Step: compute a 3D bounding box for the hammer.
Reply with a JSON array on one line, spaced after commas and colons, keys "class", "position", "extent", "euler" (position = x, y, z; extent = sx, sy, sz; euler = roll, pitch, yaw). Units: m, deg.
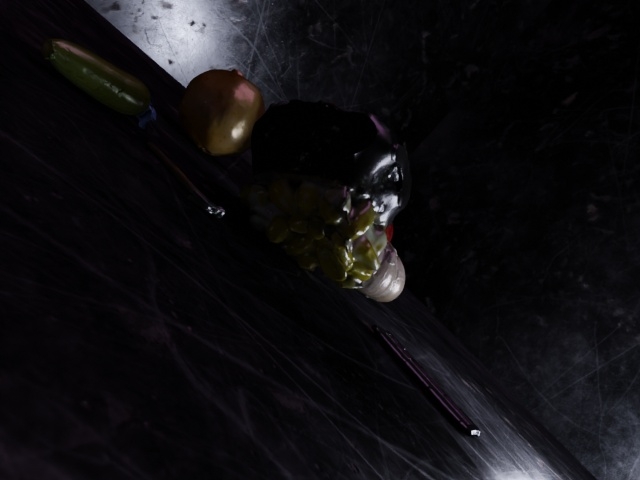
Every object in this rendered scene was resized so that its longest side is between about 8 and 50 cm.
[{"class": "hammer", "position": [-0.220, -0.101, 0.809], "extent": [0.182, 0.017, 0.062], "euler": [43, 5, 24]}]

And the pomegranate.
[{"class": "pomegranate", "position": [-0.247, -0.316, 1.304], "extent": [0.233, 0.233, 0.233], "euler": [42, 5, -5]}]

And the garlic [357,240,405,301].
[{"class": "garlic", "position": [0.133, 0.060, 1.386], "extent": [0.227, 0.152, 0.228], "euler": [40, 2, -1]}]

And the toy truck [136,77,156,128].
[{"class": "toy truck", "position": [-0.330, -0.243, 0.956], "extent": [0.090, 0.056, 0.073], "euler": [57, 2, 13]}]

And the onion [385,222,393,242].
[{"class": "onion", "position": [0.108, -0.065, 1.663], "extent": [0.276, 0.276, 0.276], "euler": [42, 5, -5]}]

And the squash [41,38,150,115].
[{"class": "squash", "position": [-0.347, -0.255, 0.823], "extent": [0.066, 0.066, 0.201], "euler": [45, 9, 25]}]

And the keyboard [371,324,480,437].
[{"class": "keyboard", "position": [0.192, 0.257, 0.968], "extent": [0.262, 0.016, 0.106], "euler": [47, 7, 33]}]

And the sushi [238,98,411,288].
[{"class": "sushi", "position": [-0.005, -0.084, 1.013], "extent": [0.328, 0.286, 0.328], "euler": [22, -7, 19]}]
